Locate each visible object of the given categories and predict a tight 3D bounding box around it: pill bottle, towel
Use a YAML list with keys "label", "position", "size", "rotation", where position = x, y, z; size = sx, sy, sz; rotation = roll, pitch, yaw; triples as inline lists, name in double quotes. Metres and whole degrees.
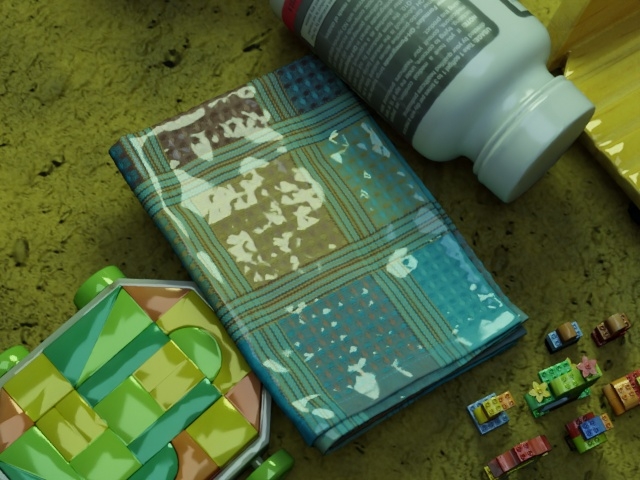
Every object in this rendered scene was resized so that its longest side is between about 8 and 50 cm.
- label: "pill bottle"
  position: [0.115, -0.192, 1.500]
  size: [0.176, 0.176, 0.318]
  rotation: [-42, 78, -14]
- label: "towel"
  position: [0.000, 0.000, 1.471]
  size: [0.271, 0.040, 0.370]
  rotation: [-28, 74, -28]

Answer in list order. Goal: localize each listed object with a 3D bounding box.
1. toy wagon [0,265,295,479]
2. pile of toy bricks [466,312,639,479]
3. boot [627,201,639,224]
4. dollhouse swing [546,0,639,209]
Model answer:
- label: "toy wagon"
  position: [-0.204, 0.196, 1.420]
  size: [0.344, 0.068, 0.267]
  rotation: [-41, 77, -14]
- label: "pile of toy bricks"
  position: [0.238, 0.139, 1.432]
  size: [0.212, 0.105, 0.118]
  rotation: [-25, 74, -10]
- label: "boot"
  position: [0.363, 0.016, 1.511]
  size: [0.121, 0.045, 0.099]
  rotation: [12, 75, 1]
- label: "dollhouse swing"
  position: [0.428, -0.202, 1.417]
  size: [0.315, 0.305, 0.347]
  rotation: [-30, 66, -14]
